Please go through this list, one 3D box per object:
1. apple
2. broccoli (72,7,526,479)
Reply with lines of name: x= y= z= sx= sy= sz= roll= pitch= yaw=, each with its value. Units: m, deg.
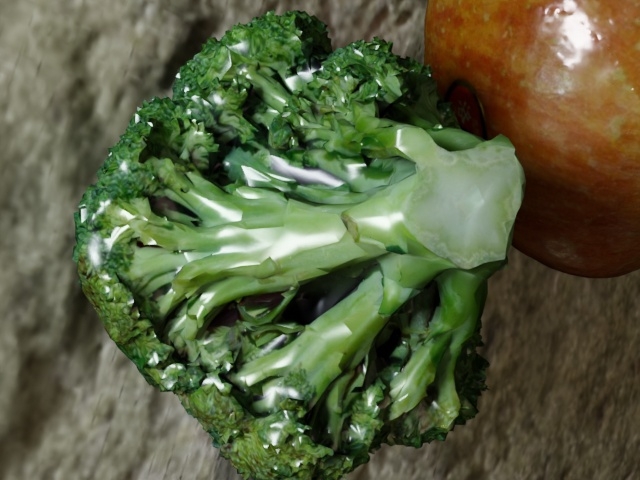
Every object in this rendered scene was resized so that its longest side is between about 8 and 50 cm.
apple: x=0.204 y=-0.132 z=1.031 sx=0.277 sy=0.250 sz=0.309 roll=-33 pitch=146 yaw=-54
broccoli: x=0.000 y=0.000 z=0.827 sx=0.307 sy=0.275 sz=0.308 roll=4 pitch=80 yaw=-26
